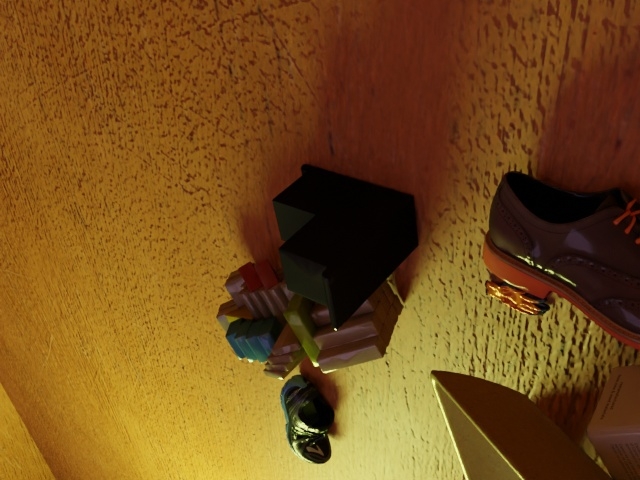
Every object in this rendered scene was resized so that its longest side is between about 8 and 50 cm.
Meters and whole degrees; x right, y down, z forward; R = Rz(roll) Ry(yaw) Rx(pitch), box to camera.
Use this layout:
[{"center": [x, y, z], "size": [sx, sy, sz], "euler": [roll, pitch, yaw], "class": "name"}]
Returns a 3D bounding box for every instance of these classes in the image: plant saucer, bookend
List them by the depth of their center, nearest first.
[{"center": [0.254, 0.311, 0.734], "size": [0.333, 0.081, 0.333], "euler": [49, 164, 59], "class": "plant saucer"}, {"center": [0.000, 0.000, 0.827], "size": [0.156, 0.157, 0.072], "euler": [19, 137, 33], "class": "bookend"}]

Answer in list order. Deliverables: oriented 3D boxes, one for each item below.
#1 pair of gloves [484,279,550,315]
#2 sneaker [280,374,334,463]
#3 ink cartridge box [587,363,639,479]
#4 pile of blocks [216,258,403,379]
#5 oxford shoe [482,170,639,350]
[{"center": [0.204, 0.042, 0.778], "size": [0.074, 0.010, 0.083], "euler": [22, 137, 33], "class": "pair of gloves"}, {"center": [-0.015, 0.304, 1.224], "size": [0.078, 0.067, 0.188], "euler": [22, 136, 41], "class": "sneaker"}, {"center": [0.380, 0.187, 0.628], "size": [0.237, 0.100, 0.172], "euler": [-20, 108, 46], "class": "ink cartridge box"}, {"center": [-0.057, 0.088, 0.984], "size": [0.362, 0.149, 0.113], "euler": [-6, 120, 50], "class": "pile of blocks"}, {"center": [0.259, 0.018, 0.624], "size": [0.271, 0.097, 0.098], "euler": [22, 132, 32], "class": "oxford shoe"}]
